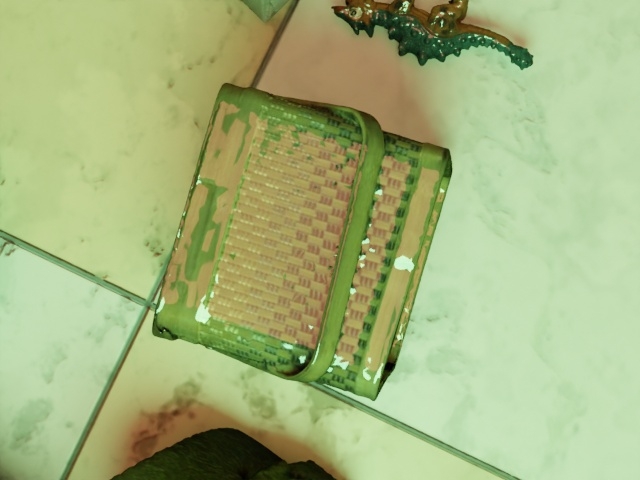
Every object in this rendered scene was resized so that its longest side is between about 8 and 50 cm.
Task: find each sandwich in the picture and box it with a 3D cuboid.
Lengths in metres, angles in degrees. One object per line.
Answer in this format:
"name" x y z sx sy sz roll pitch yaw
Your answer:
"sandwich" -0.087 0.224 0.945 0.109 0.292 0.212 37 128 17

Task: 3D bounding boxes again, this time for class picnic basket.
"picnic basket" 0.000 0.000 0.926 0.139 0.266 0.165 17 92 6

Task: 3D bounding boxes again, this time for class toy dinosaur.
"toy dinosaur" 0.083 -0.156 1.033 0.154 0.049 0.055 18 86 4

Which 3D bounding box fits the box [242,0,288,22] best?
"box" -0.062 -0.319 1.006 0.260 0.111 0.194 44 88 2
